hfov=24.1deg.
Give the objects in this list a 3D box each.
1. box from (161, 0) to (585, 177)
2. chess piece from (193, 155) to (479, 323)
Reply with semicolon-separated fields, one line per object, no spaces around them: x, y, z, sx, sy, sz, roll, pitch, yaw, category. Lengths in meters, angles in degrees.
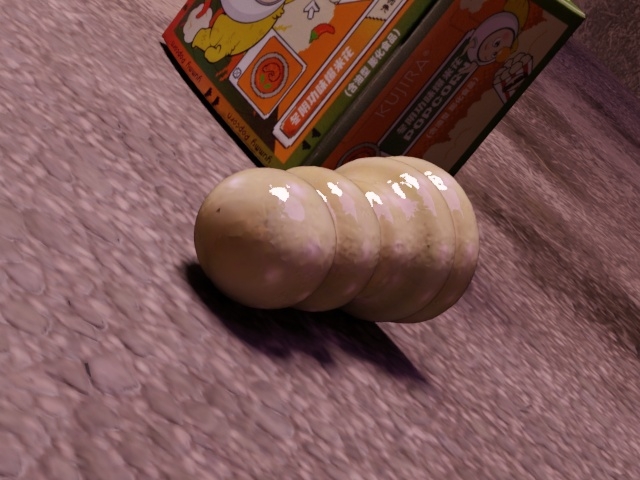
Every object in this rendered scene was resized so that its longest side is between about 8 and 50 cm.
0.029;-0.143;0.992;0.148;0.195;0.177;20;25;-50;box
0.000;0.000;0.761;0.094;0.094;0.170;47;25;26;chess piece
